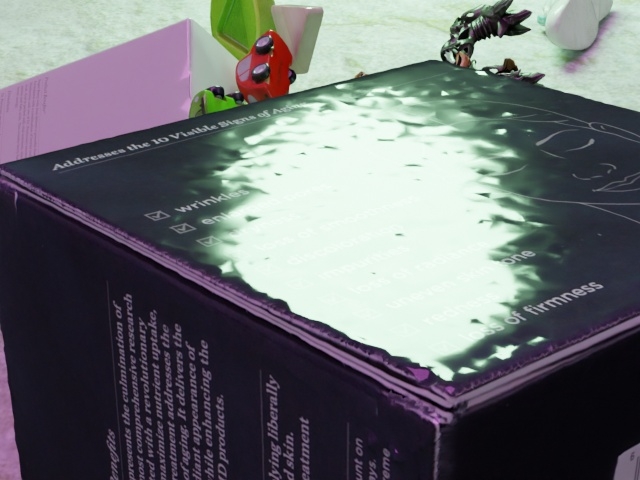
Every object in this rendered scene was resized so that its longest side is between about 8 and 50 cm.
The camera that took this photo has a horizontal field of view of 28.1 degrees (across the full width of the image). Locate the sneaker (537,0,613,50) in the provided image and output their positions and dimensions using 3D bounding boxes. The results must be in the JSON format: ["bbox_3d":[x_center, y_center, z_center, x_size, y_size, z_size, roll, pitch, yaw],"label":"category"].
[{"bbox_3d":[0.350,-0.322,1.845,0.094,0.080,0.212,-6,22,33],"label":"sneaker"}]

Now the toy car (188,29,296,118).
[{"bbox_3d":[-0.078,-0.110,1.297,0.053,0.239,0.225,-15,-9,23],"label":"toy car"}]

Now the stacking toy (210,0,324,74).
[{"bbox_3d":[-0.025,-0.179,1.538,0.130,0.280,0.309,-9,26,-29],"label":"stacking toy"}]

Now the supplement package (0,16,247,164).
[{"bbox_3d":[-0.217,-0.090,1.415,0.293,0.175,0.178,-15,62,24],"label":"supplement package"}]

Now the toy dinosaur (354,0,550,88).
[{"bbox_3d":[0.177,-0.182,1.597,0.322,0.164,0.218,29,63,20],"label":"toy dinosaur"}]

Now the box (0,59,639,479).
[{"bbox_3d":[0.083,0.079,0.963,0.479,0.297,0.471,-18,30,-37],"label":"box"}]
